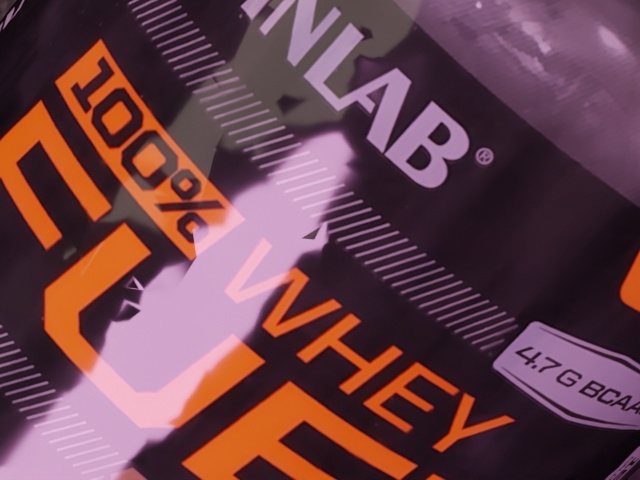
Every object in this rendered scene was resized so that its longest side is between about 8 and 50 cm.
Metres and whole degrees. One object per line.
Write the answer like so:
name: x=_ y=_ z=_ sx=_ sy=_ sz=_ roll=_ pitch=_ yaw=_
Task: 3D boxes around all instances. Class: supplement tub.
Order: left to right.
supplement tub: x=0.000 y=0.000 z=0.530 sx=0.338 sy=0.207 sz=0.207 roll=-49 pitch=51 yaw=19
